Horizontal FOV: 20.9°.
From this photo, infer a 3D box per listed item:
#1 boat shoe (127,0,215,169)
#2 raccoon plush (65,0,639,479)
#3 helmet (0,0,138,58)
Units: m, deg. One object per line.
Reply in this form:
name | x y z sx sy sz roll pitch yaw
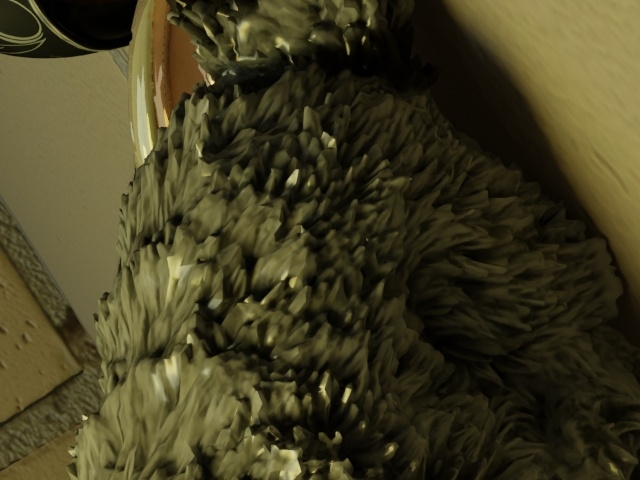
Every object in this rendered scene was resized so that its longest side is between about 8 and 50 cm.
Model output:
boat shoe | 0.000 0.000 0.874 0.116 0.123 0.324 -3 114 34
raccoon plush | -0.073 0.039 0.663 0.216 0.299 0.446 -30 91 47
helmet | -0.157 -0.178 0.889 0.161 0.169 0.169 24 146 36
